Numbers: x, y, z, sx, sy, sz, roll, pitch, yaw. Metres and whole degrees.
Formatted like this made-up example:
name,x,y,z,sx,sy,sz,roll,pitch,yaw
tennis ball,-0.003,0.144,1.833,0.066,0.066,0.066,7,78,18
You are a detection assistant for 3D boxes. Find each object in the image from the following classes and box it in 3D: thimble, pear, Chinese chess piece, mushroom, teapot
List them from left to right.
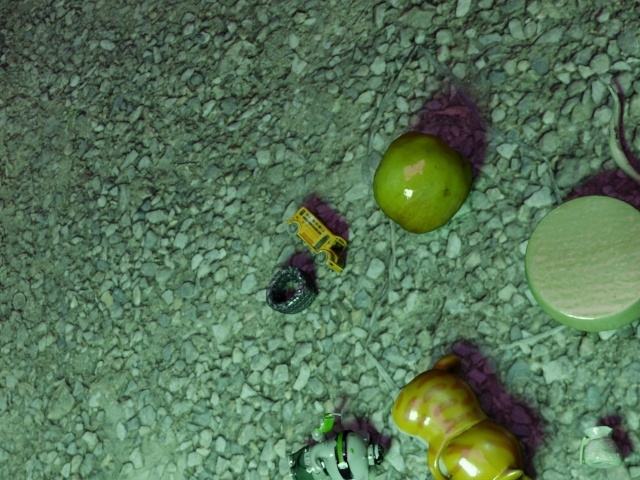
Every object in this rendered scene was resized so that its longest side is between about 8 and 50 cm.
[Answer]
name,x,y,z,sx,sy,sz,roll,pitch,yaw
thimble,-0.066,0.108,1.905,0.104,0.066,0.095,-24,65,21
pear,0.201,-0.117,1.766,0.200,0.200,0.200,-10,68,26
Chinese chess piece,0.497,0.042,1.590,0.250,0.101,0.250,-10,68,26
teapot,0.479,0.358,1.516,0.083,0.064,0.064,-38,43,50
mushroom,0.591,-0.165,1.654,0.068,0.043,0.306,-23,60,1

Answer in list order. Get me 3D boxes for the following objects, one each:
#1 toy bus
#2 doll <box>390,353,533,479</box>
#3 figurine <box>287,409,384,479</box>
name,x,y,z,sx,sy,sz,roll,pitch,yaw
toy bus,0.000,0.000,1.905,0.074,0.069,0.162,-48,56,4
doll,0.249,0.351,1.586,0.162,0.166,0.270,-43,60,11
figurine,0.031,0.425,1.707,0.192,0.126,0.147,-13,47,12
